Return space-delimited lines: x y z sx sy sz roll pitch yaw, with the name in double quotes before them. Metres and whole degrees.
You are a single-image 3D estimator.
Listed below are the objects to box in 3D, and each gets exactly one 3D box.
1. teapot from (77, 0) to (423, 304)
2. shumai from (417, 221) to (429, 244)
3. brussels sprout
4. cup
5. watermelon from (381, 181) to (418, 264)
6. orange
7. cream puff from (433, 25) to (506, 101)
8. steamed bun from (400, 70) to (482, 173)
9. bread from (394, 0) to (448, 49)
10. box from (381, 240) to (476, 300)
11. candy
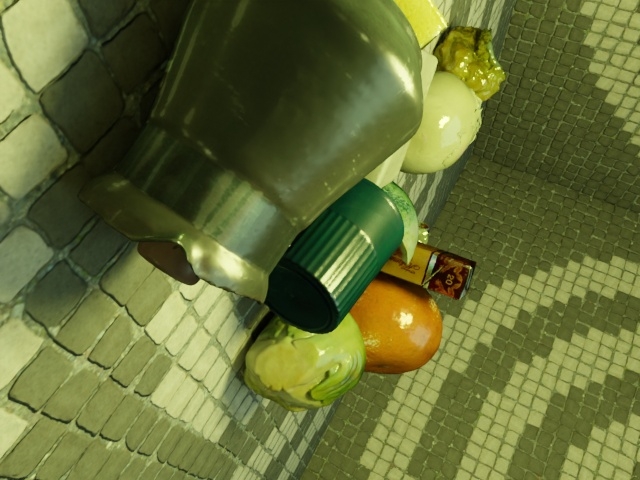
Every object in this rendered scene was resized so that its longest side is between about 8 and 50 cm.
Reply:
"teapot" -0.087 -0.119 0.628 0.361 0.306 0.376 -55 -170 -6
"shumai" 0.306 0.002 1.985 0.256 0.218 0.189 43 64 -72
"brussels sprout" -0.028 0.303 1.304 0.344 0.268 0.344 -46 156 -28
"cup" 0.015 0.010 1.096 0.292 0.242 0.307 -50 160 -35
"watermelon" 0.196 -0.078 1.486 0.256 0.260 0.176 -29 149 -61
"orange" 0.206 0.280 1.748 0.424 0.424 0.326 76 16 -63
"cream puff" 0.518 -0.607 1.700 0.282 0.282 0.185 -52 -175 -37
"steamed bun" 0.366 -0.348 1.626 0.312 0.233 0.333 -48 158 -36
"bread" 0.066 -0.414 0.846 0.168 0.163 0.264 -37 124 14
"box" 0.286 0.058 1.641 0.264 0.416 0.115 0 110 -71
"candy" 0.145 -0.297 1.227 0.208 0.145 0.358 -35 145 -61
